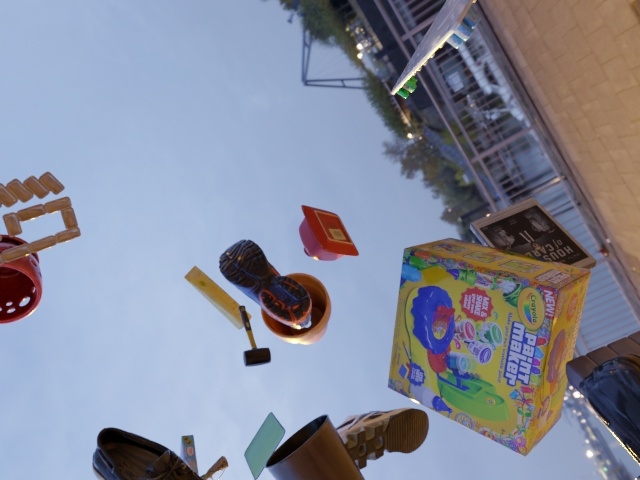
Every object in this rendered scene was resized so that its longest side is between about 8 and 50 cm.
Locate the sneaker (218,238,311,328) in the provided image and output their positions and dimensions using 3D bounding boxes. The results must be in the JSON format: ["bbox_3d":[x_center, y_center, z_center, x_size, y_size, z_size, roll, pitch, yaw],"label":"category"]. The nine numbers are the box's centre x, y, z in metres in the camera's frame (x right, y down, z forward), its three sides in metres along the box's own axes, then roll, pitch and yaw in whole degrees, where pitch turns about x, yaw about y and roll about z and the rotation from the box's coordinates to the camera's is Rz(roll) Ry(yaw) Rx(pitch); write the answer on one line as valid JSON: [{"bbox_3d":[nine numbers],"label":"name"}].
[{"bbox_3d":[-0.097,0.080,0.833,0.221,0.083,0.087,41,162,33],"label":"sneaker"}]

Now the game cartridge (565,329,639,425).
[{"bbox_3d":[0.523,0.242,0.621,0.068,0.230,0.355,64,180,-27],"label":"game cartridge"}]

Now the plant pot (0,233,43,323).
[{"bbox_3d":[-0.814,0.090,1.242,0.191,0.191,0.174,47,-176,-38],"label":"plant pot"}]

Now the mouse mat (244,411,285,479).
[{"bbox_3d":[-0.164,0.590,1.410,0.007,0.152,0.190,37,168,-15],"label":"mouse mat"}]

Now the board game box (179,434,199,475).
[{"bbox_3d":[-0.349,0.652,1.287,0.211,0.039,0.160,-133,49,-63],"label":"board game box"}]

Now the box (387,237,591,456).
[{"bbox_3d":[0.299,0.170,0.896,0.177,0.279,0.289,-10,-71,-46],"label":"box"}]

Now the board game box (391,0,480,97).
[{"bbox_3d":[0.364,-0.600,1.291,0.050,0.389,0.390,32,168,-8],"label":"board game box"}]

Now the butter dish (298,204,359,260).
[{"bbox_3d":[0.000,0.000,1.326,0.160,0.118,0.159,11,-137,-48],"label":"butter dish"}]

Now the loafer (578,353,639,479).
[{"bbox_3d":[0.341,0.217,0.460,0.076,0.078,0.223,-5,-127,-37],"label":"loafer"}]

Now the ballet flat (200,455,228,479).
[{"bbox_3d":[-0.267,0.567,1.161,0.041,0.114,0.041,39,149,30],"label":"ballet flat"}]

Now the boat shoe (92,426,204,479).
[{"bbox_3d":[-0.348,0.488,1.021,0.127,0.340,0.112,-26,-52,-52],"label":"boat shoe"}]

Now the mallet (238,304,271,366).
[{"bbox_3d":[-0.176,0.223,1.148,0.189,0.063,0.039,51,141,45],"label":"mallet"}]

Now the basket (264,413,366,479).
[{"bbox_3d":[0.017,0.498,0.980,0.226,0.154,0.204,54,-173,9],"label":"basket"}]

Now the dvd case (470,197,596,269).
[{"bbox_3d":[0.500,0.008,1.166,0.029,0.180,0.238,71,175,-46],"label":"dvd case"}]

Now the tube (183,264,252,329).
[{"bbox_3d":[-0.317,0.176,1.501,0.240,0.062,0.070,45,158,-8],"label":"tube"}]

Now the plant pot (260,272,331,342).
[{"bbox_3d":[-0.057,0.230,1.492,0.188,0.205,0.205,67,-178,-58],"label":"plant pot"}]

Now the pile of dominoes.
[{"bbox_3d":[-0.698,-0.052,1.104,0.040,0.251,0.195,33,134,34],"label":"pile of dominoes"}]

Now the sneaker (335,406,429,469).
[{"bbox_3d":[0.145,0.503,1.297,0.331,0.146,0.122,3,-91,-35],"label":"sneaker"}]
